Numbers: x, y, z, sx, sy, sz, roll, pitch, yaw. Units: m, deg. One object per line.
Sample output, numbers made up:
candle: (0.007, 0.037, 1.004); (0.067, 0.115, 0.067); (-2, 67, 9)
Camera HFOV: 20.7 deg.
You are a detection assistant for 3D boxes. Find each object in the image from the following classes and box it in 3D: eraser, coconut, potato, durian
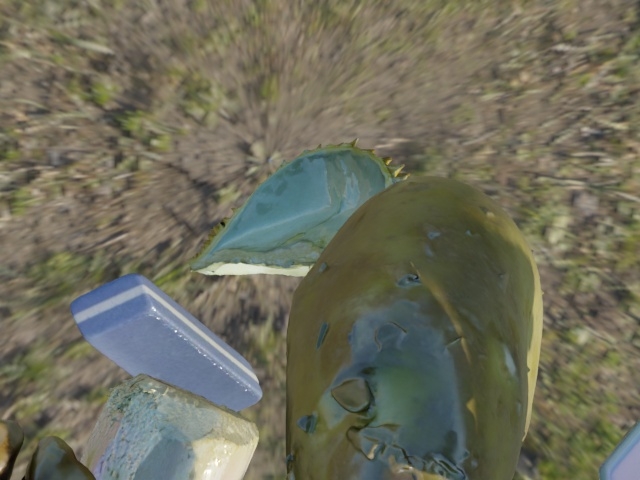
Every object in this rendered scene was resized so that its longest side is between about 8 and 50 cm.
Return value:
eraser: (-0.145, 0.108, 1.685); (0.082, 0.225, 0.036); (-25, 51, 18)
coconut: (-0.111, 0.163, 1.217); (0.116, 0.116, 0.122); (22, 86, -3)
potato: (0.049, 0.081, 0.971); (0.141, 0.296, 0.192); (2, 119, 9)
durian: (0.000, 0.000, 1.584); (0.139, 0.252, 0.144); (-45, 128, -35)

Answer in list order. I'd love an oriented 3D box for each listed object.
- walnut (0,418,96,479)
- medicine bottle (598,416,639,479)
walnut: (-0.212, 0.194, 1.082); (0.143, 0.069, 0.170); (22, 58, -2)
medicine bottle: (0.165, 0.113, 0.788); (0.074, 0.055, 0.118); (39, 104, 9)
